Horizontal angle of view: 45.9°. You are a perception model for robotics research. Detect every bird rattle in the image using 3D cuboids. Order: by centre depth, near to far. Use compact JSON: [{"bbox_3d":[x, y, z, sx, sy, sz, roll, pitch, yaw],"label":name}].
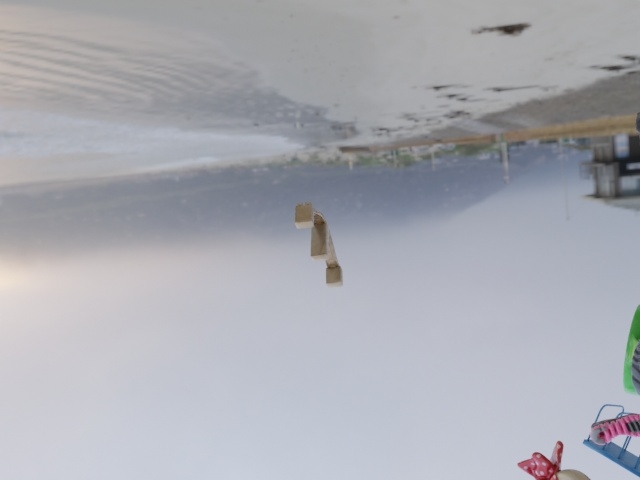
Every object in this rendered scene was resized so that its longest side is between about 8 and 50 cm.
[{"bbox_3d":[0.505,0.534,1.517,0.143,0.254,0.207,8,166,-16],"label":"bird rattle"}]

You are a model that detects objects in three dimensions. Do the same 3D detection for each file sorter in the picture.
[{"bbox_3d":[0.696,0.445,1.665,0.118,0.104,0.170,15,-172,-41],"label":"file sorter"}]

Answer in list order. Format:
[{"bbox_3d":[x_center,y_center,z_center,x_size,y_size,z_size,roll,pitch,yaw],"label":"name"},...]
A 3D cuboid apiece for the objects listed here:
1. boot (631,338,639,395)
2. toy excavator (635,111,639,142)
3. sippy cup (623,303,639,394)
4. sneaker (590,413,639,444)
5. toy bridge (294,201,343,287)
[{"bbox_3d":[0.679,0.031,1.221,0.146,0.367,0.445,30,-137,23],"label":"boot"},{"bbox_3d":[0.916,-0.115,1.665,0.222,0.445,0.433,-15,-179,44],"label":"toy excavator"},{"bbox_3d":[0.888,0.288,1.866,0.224,0.240,0.305,9,-147,32],"label":"sippy cup"},{"bbox_3d":[0.580,0.358,1.466,0.119,0.047,0.057,-15,-179,13],"label":"sneaker"},{"bbox_3d":[0.000,0.000,1.104,0.026,0.063,0.188,-8,146,13],"label":"toy bridge"}]
